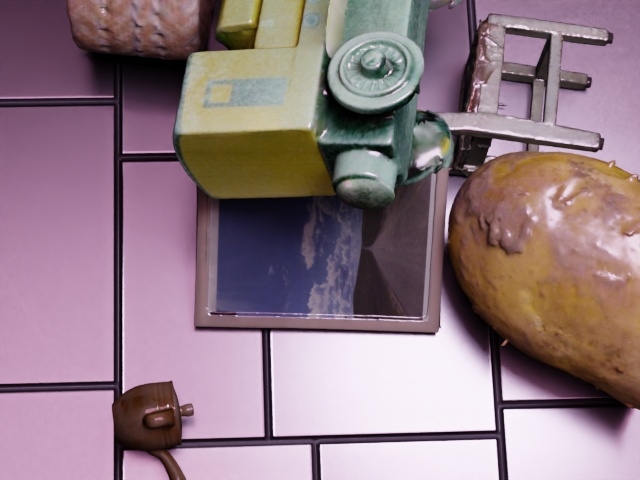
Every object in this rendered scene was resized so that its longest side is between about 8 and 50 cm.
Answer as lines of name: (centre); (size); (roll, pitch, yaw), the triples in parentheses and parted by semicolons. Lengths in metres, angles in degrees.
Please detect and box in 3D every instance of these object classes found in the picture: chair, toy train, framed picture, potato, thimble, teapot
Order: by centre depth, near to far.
toy train: (0.006, -0.210, 1.496); (0.253, 0.160, 0.397); (0, 61, 17)
teapot: (-0.161, 0.197, 1.523); (0.080, 0.085, 0.110); (-9, 94, -4)
potato: (0.252, 0.020, 1.530); (0.266, 0.229, 0.229); (21, 74, 2)
framed picture: (0.000, 0.000, 1.577); (0.260, 0.023, 0.189); (2, 102, -4)
thimble: (-0.181, -0.300, 1.598); (0.148, 0.196, 0.229); (5, 73, -1)
chair: (0.156, -0.150, 1.607); (0.270, 0.136, 0.147); (7, 72, 2)
